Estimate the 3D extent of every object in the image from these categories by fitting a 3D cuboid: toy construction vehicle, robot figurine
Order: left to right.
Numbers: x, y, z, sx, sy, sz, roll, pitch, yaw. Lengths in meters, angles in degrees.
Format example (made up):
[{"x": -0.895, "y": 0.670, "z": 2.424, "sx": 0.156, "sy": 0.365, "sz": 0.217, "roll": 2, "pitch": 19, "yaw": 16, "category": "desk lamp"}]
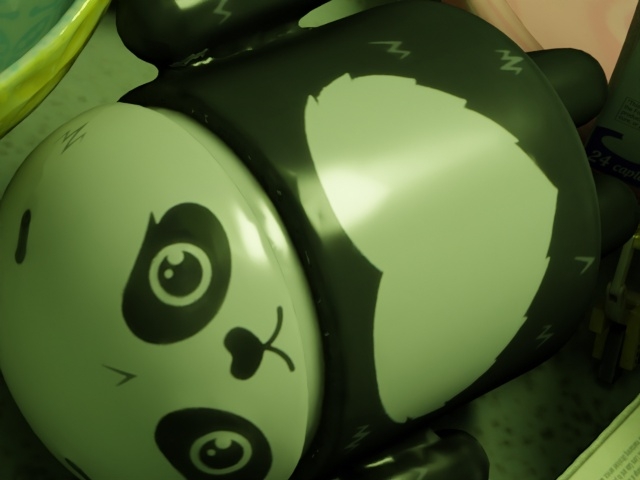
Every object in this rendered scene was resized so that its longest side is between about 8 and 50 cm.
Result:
[{"x": 0.002, "y": 0.002, "z": 0.763, "sx": 0.278, "sy": 0.173, "sz": 0.209, "roll": -22, "pitch": 64, "yaw": -33, "category": "robot figurine"}, {"x": 0.163, "y": 0.046, "z": 0.849, "sx": 0.086, "sy": 0.098, "sz": 0.035, "roll": 25, "pitch": 36, "yaw": 26, "category": "toy construction vehicle"}]

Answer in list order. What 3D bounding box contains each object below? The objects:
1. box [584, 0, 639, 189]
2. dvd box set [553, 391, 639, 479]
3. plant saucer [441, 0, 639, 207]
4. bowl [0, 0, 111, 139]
[{"x": 0.183, "y": -0.104, "z": 0.831, "sx": 0.072, "sy": 0.137, "sz": 0.126, "roll": 24, "pitch": 49, "yaw": 2, "category": "box"}, {"x": 0.224, "y": 0.244, "z": 0.671, "sx": 0.420, "sy": 0.062, "sz": 0.307, "roll": 43, "pitch": 39, "yaw": 10, "category": "dvd box set"}, {"x": 0.205, "y": -0.119, "z": 1.001, "sx": 0.332, "sy": 0.084, "sz": 0.332, "roll": 10, "pitch": 51, "yaw": -13, "category": "plant saucer"}, {"x": -0.216, "y": -0.120, "z": 0.776, "sx": 0.289, "sy": 0.156, "sz": 0.289, "roll": 3, "pitch": 63, "yaw": -5, "category": "bowl"}]
